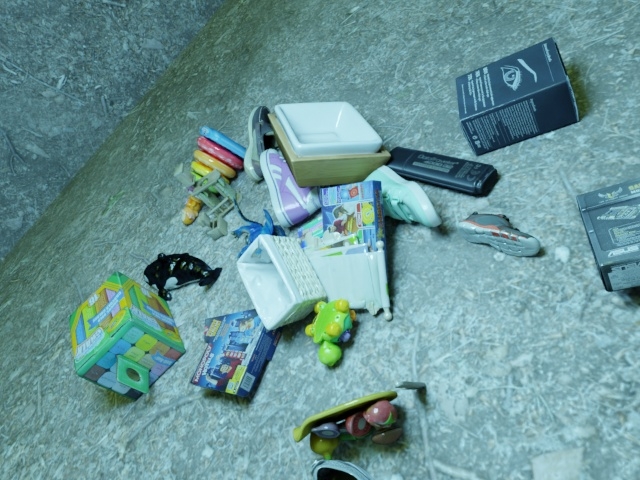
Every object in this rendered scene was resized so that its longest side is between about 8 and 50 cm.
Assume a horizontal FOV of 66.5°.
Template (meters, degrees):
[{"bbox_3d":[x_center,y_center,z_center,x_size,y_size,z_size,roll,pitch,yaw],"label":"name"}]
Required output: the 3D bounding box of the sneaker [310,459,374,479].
[{"bbox_3d":[0.077,0.399,0.644,0.281,0.115,0.105,23,72,48],"label":"sneaker"}]

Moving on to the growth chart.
[{"bbox_3d":[0.038,0.064,0.977,0.237,0.021,0.172,-1,91,41],"label":"growth chart"}]

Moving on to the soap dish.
[{"bbox_3d":[0.009,-0.236,1.184,0.228,0.118,0.291,-6,35,-14],"label":"soap dish"}]

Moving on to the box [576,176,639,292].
[{"bbox_3d":[0.501,-0.030,0.684,0.231,0.056,0.183,-18,29,27],"label":"box"}]

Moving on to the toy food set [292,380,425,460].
[{"bbox_3d":[0.064,0.289,0.759,0.217,0.128,0.071,-26,63,13],"label":"toy food set"}]

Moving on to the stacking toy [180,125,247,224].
[{"bbox_3d":[-0.356,-0.185,1.514,0.302,0.165,0.175,-60,34,3],"label":"stacking toy"}]

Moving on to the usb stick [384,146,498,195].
[{"bbox_3d":[0.244,-0.153,1.048,0.077,0.045,0.278,-47,39,-16],"label":"usb stick"}]

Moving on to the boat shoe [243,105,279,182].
[{"bbox_3d":[-0.166,-0.302,1.479,0.092,0.103,0.285,-15,51,23],"label":"boat shoe"}]

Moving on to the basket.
[{"bbox_3d":[-0.079,0.081,1.001,0.113,0.103,0.167,-46,63,35],"label":"basket"}]

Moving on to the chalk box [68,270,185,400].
[{"bbox_3d":[-0.464,0.244,1.180,0.179,0.180,0.289,-45,41,-2],"label":"chalk box"}]

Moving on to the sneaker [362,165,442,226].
[{"bbox_3d":[0.137,-0.057,1.011,0.151,0.094,0.256,-37,30,-2],"label":"sneaker"}]

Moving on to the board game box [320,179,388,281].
[{"bbox_3d":[0.065,-0.013,0.988,0.136,0.035,0.201,-4,89,41],"label":"board game box"}]

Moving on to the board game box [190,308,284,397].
[{"bbox_3d":[-0.191,0.233,1.055,0.194,0.060,0.194,-2,55,40],"label":"board game box"}]

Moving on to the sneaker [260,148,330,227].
[{"bbox_3d":[-0.058,-0.164,1.276,0.161,0.102,0.282,-29,50,9],"label":"sneaker"}]

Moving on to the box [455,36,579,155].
[{"bbox_3d":[0.393,-0.289,0.994,0.207,0.108,0.153,-15,47,29],"label":"box"}]

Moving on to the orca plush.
[{"bbox_3d":[-0.408,0.082,1.332,0.287,0.102,0.151,12,64,45],"label":"orca plush"}]

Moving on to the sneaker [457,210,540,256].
[{"bbox_3d":[0.319,-0.023,0.862,0.065,0.061,0.158,-48,40,-16],"label":"sneaker"}]

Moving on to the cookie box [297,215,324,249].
[{"bbox_3d":[0.000,0.000,1.117,0.091,0.040,0.107,-29,42,15],"label":"cookie box"}]

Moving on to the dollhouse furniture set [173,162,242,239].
[{"bbox_3d":[-0.315,-0.124,1.374,0.101,0.182,0.161,-28,42,17],"label":"dollhouse furniture set"}]

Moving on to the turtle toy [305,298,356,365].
[{"bbox_3d":[0.023,0.171,0.927,0.095,0.066,0.130,-16,46,54],"label":"turtle toy"}]

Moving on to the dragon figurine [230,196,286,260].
[{"bbox_3d":[-0.137,-0.016,1.207,0.144,0.085,0.289,-30,46,12],"label":"dragon figurine"}]
